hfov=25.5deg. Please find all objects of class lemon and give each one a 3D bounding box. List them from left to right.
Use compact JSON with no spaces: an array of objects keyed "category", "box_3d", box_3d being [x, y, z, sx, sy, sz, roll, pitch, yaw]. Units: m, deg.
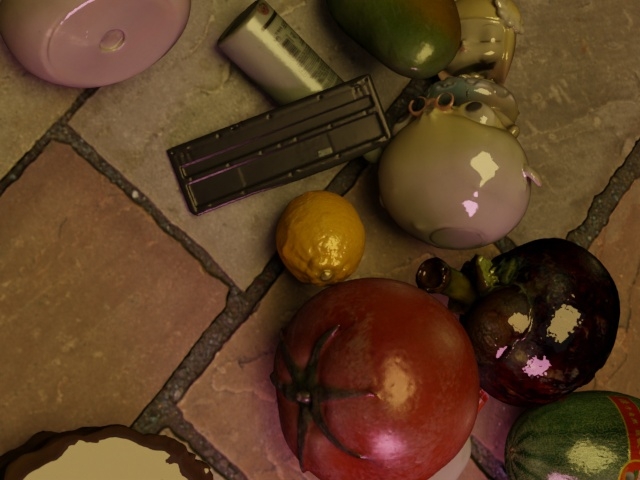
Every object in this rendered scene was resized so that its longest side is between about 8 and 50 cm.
[{"category":"lemon","box_3d":[0.000,0.000,1.787,0.114,0.155,0.114,-1,122,-2]}]

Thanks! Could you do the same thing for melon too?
[{"category":"melon","box_3d":[0.383,0.294,1.918,0.287,0.182,0.182,2,83,-28]}]

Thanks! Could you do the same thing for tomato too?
[{"category":"tomato","box_3d":[0.073,0.176,1.734,0.264,0.265,0.265,3,82,-26]}]

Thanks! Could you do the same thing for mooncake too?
[{"category":"mooncake","box_3d":[-0.257,0.364,1.589,0.323,0.187,0.324,3,82,-24]}]

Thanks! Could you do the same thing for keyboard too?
[{"category":"keyboard","box_3d":[0.000,-0.141,1.777,0.381,0.041,0.104,-20,91,5]}]

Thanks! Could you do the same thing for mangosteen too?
[{"category":"mangosteen","box_3d":[0.255,0.085,1.850,0.289,0.231,0.231,35,70,-21]}]

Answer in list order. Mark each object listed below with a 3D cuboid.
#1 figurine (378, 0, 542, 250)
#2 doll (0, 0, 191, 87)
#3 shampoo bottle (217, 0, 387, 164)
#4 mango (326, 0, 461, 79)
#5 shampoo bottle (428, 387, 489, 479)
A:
[{"category":"figurine","box_3d":[0.206,-0.165,1.908,0.274,0.226,0.394,46,45,-52]},{"category":"doll","box_3d":[-0.273,-0.310,1.681,0.251,0.221,0.221,-32,99,2]},{"category":"shampoo bottle","box_3d":[-0.014,-0.194,1.834,0.262,0.085,0.085,44,67,-16]},{"category":"mango","box_3d":[0.101,-0.301,1.835,0.156,0.251,0.114,-6,129,-26]},{"category":"shampoo bottle","box_3d":[0.147,0.279,1.873,0.108,0.051,0.221,46,67,-12]}]
